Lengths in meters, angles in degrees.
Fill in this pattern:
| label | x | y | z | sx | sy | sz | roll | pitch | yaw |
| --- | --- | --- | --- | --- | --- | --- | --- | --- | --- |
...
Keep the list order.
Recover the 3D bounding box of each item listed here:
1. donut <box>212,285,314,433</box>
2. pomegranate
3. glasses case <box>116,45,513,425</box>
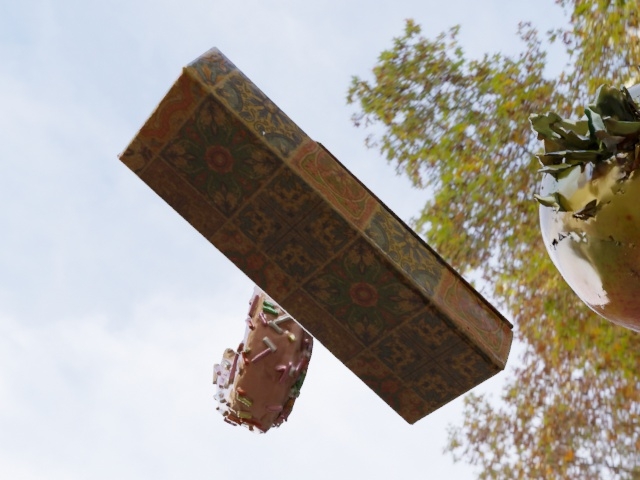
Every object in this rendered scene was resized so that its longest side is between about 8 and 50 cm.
| label | x | y | z | sx | sy | sz | roll | pitch | yaw |
| --- | --- | --- | --- | --- | --- | --- | --- | --- | --- |
| donut | -0.054 | 0.118 | 0.762 | 0.065 | 0.117 | 0.166 | 13 | -60 | -16 |
| pomegranate | 0.267 | -0.032 | 0.638 | 0.235 | 0.210 | 0.210 | 35 | -59 | -24 |
| glasses case | 0.000 | 0.000 | 0.442 | 0.218 | 0.049 | 0.075 | 43 | -53 | -7 |
